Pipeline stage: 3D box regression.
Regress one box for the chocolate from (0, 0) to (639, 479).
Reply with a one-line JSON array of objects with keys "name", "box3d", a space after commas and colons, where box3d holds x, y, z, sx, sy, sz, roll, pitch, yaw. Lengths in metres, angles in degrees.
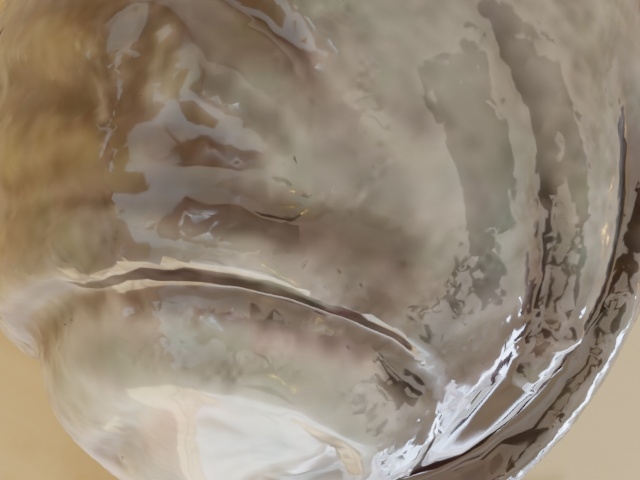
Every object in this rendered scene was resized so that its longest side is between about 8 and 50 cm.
[{"name": "chocolate", "box3d": [0.000, 0.000, 0.709, 0.303, 0.303, 0.213, 56, 27, -34]}]
